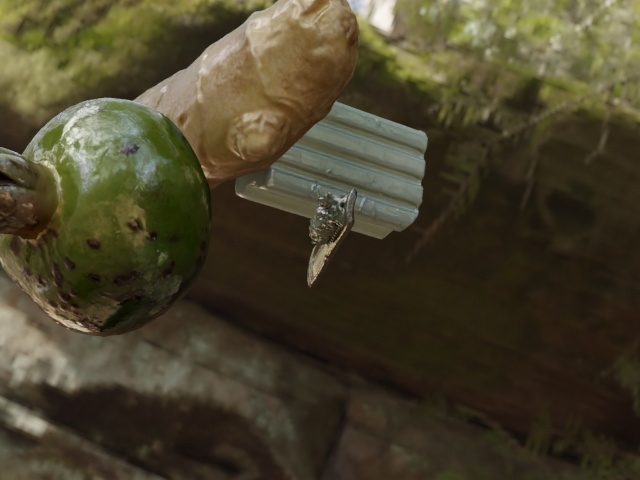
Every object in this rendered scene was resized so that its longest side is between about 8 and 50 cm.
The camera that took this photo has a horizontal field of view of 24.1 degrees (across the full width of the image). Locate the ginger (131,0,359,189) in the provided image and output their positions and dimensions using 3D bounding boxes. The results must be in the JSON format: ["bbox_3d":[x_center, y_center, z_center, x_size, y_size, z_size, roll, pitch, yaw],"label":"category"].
[{"bbox_3d":[-0.091,-0.126,1.474,0.126,0.189,0.354,29,-39,-30],"label":"ginger"}]

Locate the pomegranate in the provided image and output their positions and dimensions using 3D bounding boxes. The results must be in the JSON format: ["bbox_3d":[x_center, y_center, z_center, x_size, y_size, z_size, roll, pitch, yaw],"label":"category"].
[{"bbox_3d":[-0.199,-0.023,1.248,0.202,0.202,0.248,2,-6,41],"label":"pomegranate"}]

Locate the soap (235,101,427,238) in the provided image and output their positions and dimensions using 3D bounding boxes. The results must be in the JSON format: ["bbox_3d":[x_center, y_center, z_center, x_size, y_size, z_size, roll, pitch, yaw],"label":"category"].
[{"bbox_3d":[0.014,-0.082,1.588,0.198,0.119,0.066,16,-17,-31],"label":"soap"}]

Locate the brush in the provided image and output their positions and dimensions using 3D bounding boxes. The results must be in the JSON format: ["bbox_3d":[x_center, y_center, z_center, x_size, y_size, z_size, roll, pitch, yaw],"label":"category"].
[{"bbox_3d":[0.000,0.000,1.218,0.028,0.034,0.190,7,-17,-7],"label":"brush"}]
